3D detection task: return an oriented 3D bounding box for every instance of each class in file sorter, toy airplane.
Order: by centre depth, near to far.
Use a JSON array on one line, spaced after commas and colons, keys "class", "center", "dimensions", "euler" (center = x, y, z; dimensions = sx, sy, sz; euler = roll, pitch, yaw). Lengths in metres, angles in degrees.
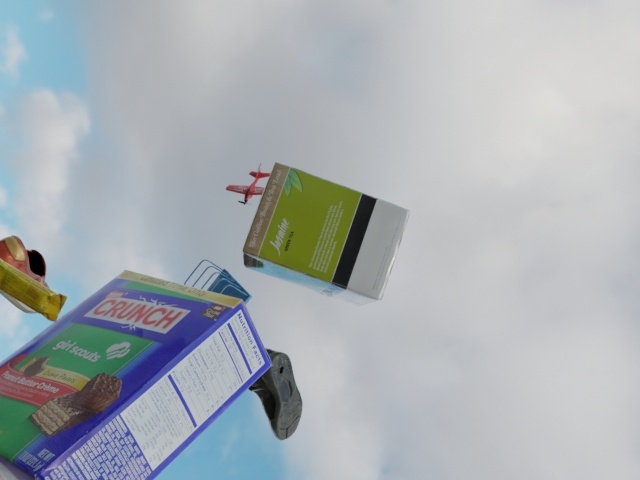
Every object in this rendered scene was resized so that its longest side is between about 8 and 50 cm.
[{"class": "toy airplane", "center": [-0.197, -0.161, 2.033], "dimensions": [0.151, 0.151, 0.028], "euler": [39, -19, 34]}, {"class": "file sorter", "center": [-0.309, 0.152, 2.071], "dimensions": [0.118, 0.104, 0.170], "euler": [-52, -135, 1]}]

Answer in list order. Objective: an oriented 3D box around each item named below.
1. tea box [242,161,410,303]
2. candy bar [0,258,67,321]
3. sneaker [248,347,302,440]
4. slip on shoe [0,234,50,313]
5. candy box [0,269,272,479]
[{"class": "tea box", "center": [0.000, 0.000, 1.654], "dimensions": [0.329, 0.323, 0.220], "euler": [120, -9, -80]}, {"class": "candy bar", "center": [-0.368, 0.037, 0.808], "dimensions": [0.161, 0.018, 0.040], "euler": [34, -67, -4]}, {"class": "sneaker", "center": [-0.114, 0.334, 1.569], "dimensions": [0.130, 0.087, 0.227], "euler": [16, -54, 45]}, {"class": "slip on shoe", "center": [-0.627, 0.074, 1.491], "dimensions": [0.123, 0.101, 0.331], "euler": [54, -15, 13]}, {"class": "candy box", "center": [-0.268, 0.184, 0.890], "dimensions": [0.268, 0.317, 0.122], "euler": [7, -55, 41]}]
